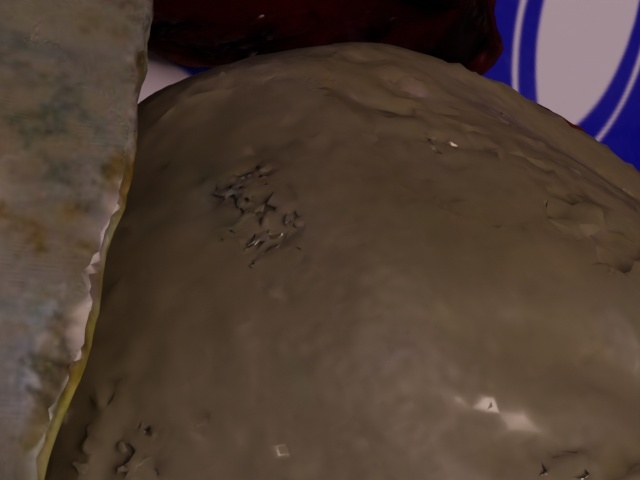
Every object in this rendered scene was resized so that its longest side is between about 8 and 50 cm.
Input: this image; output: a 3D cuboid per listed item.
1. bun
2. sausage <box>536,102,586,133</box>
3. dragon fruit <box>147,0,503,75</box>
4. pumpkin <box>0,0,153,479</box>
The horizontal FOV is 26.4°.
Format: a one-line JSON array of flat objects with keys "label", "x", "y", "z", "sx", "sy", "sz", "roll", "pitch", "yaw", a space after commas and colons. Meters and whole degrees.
[{"label": "bun", "x": 0.050, "y": 0.078, "z": 0.452, "sx": 0.234, "sy": 0.362, "sz": 0.326, "roll": -33, "pitch": 112, "yaw": 9}, {"label": "sausage", "x": 0.000, "y": 0.001, "z": 0.684, "sx": 0.348, "sy": 0.094, "sz": 0.097, "roll": -15, "pitch": 92, "yaw": -32}, {"label": "dragon fruit", "x": -0.064, "y": -0.236, "z": 0.678, "sx": 0.286, "sy": 0.228, "sz": 0.329, "roll": 39, "pitch": 36, "yaw": -61}, {"label": "pumpkin", "x": -0.204, "y": 0.013, "z": 0.409, "sx": 0.199, "sy": 0.332, "sz": 0.332, "roll": 14, "pitch": 75, "yaw": -26}]
